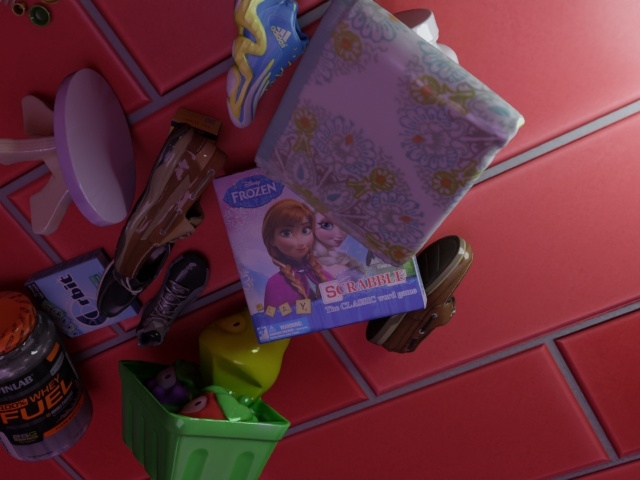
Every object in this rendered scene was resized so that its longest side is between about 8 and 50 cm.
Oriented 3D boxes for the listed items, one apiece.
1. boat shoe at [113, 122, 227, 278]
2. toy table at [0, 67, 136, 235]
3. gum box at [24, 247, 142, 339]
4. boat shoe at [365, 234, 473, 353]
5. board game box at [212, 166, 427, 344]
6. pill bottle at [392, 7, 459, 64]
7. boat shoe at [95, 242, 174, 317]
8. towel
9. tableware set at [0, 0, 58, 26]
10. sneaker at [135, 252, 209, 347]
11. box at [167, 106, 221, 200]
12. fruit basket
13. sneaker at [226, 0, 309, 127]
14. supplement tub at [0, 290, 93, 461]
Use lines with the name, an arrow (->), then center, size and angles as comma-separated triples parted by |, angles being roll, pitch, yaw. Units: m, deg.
boat shoe -> -0.266, -0.050, 1.405 | 0.119, 0.123, 0.324 | 26, 123, -12
toy table -> -0.438, -0.145, 1.373 | 0.160, 0.274, 0.252 | -15, 155, 22
gum box -> -0.489, 0.113, 1.651 | 0.184, 0.041, 0.157 | -19, 119, 18
boat shoe -> 0.210, 0.108, 1.539 | 0.104, 0.111, 0.307 | 26, 131, -15
board game box -> 0.000, 0.000, 1.434 | 0.318, 0.066, 0.318 | -14, 98, 11
pill bottle -> 0.161, -0.225, 1.294 | 0.152, 0.152, 0.272 | -13, 121, 14
boat shoe -> -0.368, 0.067, 1.560 | 0.084, 0.079, 0.233 | 33, 108, -25
towel -> 0.086, -0.156, 1.231 | 0.320, 0.090, 0.374 | 36, 137, 2
tableware set -> -0.474, -0.433, 1.309 | 0.104, 0.024, 0.154 | 24, 121, -10
sneaker -> -0.300, 0.137, 1.590 | 0.086, 0.132, 0.229 | 30, 121, -13
box -> -0.251, -0.121, 1.464 | 0.087, 0.058, 0.232 | 17, 122, -5
fruit basket -> -0.214, 0.277, 1.561 | 0.282, 0.392, 0.392 | 13, 127, -31
sneaker -> -0.086, -0.292, 1.316 | 0.126, 0.091, 0.240 | 8, 122, 1
supplement tub -> -0.621, 0.282, 1.660 | 0.207, 0.207, 0.338 | -4, 128, 9
